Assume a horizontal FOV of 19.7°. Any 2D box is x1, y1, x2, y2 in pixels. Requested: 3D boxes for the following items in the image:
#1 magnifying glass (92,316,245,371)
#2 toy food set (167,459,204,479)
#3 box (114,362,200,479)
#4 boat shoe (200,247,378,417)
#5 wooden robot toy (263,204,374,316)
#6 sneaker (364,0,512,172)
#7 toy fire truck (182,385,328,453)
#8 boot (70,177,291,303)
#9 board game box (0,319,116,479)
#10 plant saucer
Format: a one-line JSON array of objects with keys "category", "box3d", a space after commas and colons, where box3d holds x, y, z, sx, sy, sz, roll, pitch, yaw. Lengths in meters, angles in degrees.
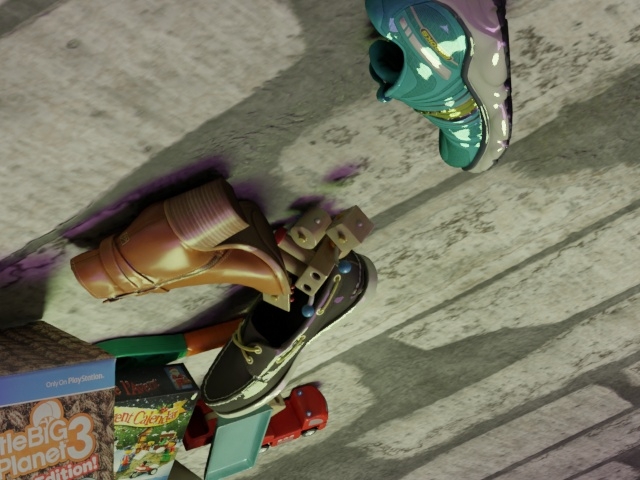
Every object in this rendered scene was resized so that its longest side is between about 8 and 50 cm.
[{"category": "magnifying glass", "box3d": [-0.161, 0.111, 1.860, 0.231, 0.026, 0.092, -13, 158, -20]}, {"category": "toy food set", "box3d": [-0.261, 0.330, 2.065, 0.306, 0.092, 0.219, -16, -169, -17]}, {"category": "box", "box3d": [-0.249, 0.206, 1.836, 0.233, 0.044, 0.159, -6, 134, -33]}, {"category": "boat shoe", "box3d": [-0.046, 0.087, 1.816, 0.228, 0.081, 0.068, -44, 143, 17]}, {"category": "wooden robot toy", "box3d": [0.000, 0.000, 1.716, 0.079, 0.076, 0.173, -52, 180, -37]}, {"category": "sneaker", "box3d": [0.092, -0.137, 1.420, 0.110, 0.107, 0.275, -4, 156, 7]}, {"category": "toy fire truck", "box3d": [-0.077, 0.209, 2.158, 0.192, 0.047, 0.135, -18, 158, -15]}, {"category": "boot", "box3d": [-0.118, 0.021, 1.605, 0.152, 0.073, 0.197, -27, 148, 9]}, {"category": "board game box", "box3d": [-0.312, 0.237, 1.603, 0.232, 0.291, 0.141, -8, -164, -35]}, {"category": "plant saucer", "box3d": [-0.097, 0.231, 2.097, 0.067, 0.018, 0.192, -18, 157, -17]}]
